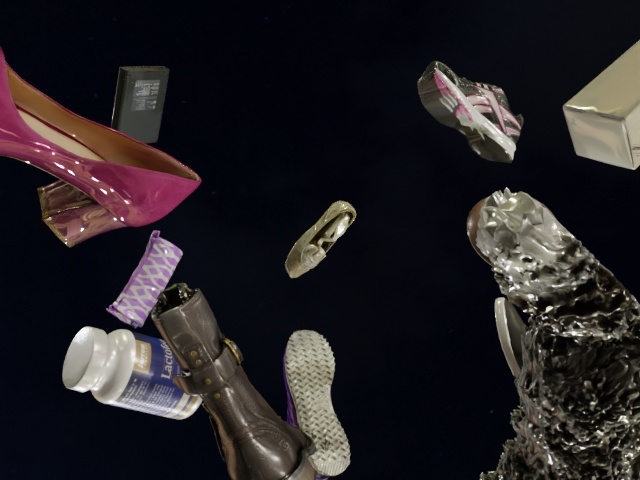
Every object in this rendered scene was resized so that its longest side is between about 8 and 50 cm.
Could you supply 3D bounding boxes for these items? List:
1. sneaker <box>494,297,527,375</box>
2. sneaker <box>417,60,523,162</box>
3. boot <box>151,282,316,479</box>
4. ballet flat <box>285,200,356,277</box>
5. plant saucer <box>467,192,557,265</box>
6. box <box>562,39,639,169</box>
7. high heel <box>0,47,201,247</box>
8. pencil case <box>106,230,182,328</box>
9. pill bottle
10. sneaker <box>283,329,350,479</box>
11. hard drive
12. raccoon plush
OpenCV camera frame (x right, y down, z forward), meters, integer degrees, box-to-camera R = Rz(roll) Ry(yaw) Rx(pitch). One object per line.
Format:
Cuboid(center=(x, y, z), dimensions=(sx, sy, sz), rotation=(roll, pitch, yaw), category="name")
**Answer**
Cuboid(center=(0.425, 0.224, 1.297), dimensions=(0.147, 0.104, 0.295), rotation=(-25, -112, 19), category="sneaker")
Cuboid(center=(0.204, -0.183, 0.952), dimensions=(0.072, 0.178, 0.077), rotation=(7, -117, 56), category="sneaker")
Cuboid(center=(-0.092, 0.144, 0.722), dimensions=(0.091, 0.263, 0.229), rotation=(-30, -88, -10), category="boot")
Cuboid(center=(0.000, 0.000, 1.256), dimensions=(0.168, 0.057, 0.052), rotation=(-53, -145, -2), category="ballet flat")
Cuboid(center=(0.334, -0.019, 1.208), dimensions=(0.168, 0.168, 0.029), rotation=(39, -28, 18), category="plant saucer")
Cuboid(center=(0.495, -0.229, 1.048), dimensions=(0.113, 0.275, 0.094), rotation=(33, -22, 54), category="box")
Cuboid(center=(-0.266, -0.139, 0.755), dimensions=(0.181, 0.377, 0.127), rotation=(-24, -120, -4), category="high heel")
Cuboid(center=(-0.380, 0.087, 1.538), dimensions=(0.086, 0.088, 0.206), rotation=(4, -120, 44), category="pencil case")
Cuboid(center=(-0.376, 0.269, 1.462), dimensions=(0.153, 0.265, 0.153), rotation=(-27, -128, 40), category="pill bottle")
Cuboid(center=(-0.031, 0.326, 1.394), dimensions=(0.146, 0.102, 0.293), rotation=(123, -36, -53), category="sneaker")
Cuboid(center=(-0.307, -0.227, 1.213), dimensions=(0.022, 0.094, 0.135), rotation=(30, -62, 28), category="hard drive")
Cuboid(center=(0.212, 0.174, 0.739), dimensions=(0.446, 0.216, 0.299), rotation=(41, -80, -18), category="raccoon plush")
